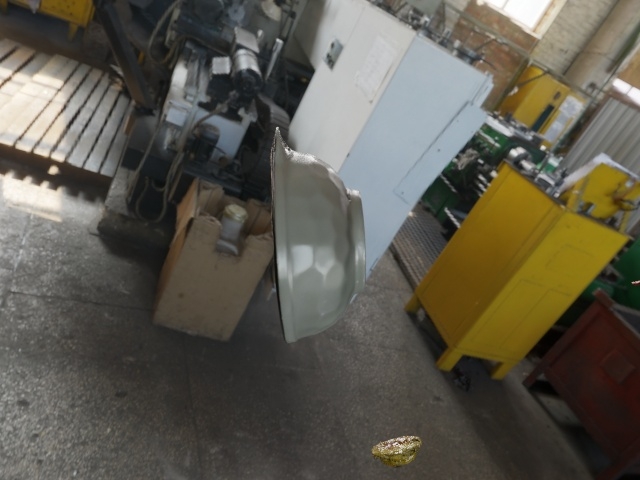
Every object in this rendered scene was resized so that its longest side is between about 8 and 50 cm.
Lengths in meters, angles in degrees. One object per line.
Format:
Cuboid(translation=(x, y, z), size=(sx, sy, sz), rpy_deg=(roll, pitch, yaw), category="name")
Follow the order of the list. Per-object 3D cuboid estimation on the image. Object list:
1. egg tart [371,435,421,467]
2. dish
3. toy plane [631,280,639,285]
Cuboid(translation=(0.185, 0.510, 1.220), size=(0.130, 0.130, 0.052), rpy_deg=(-1, 74, -48), category="egg tart")
Cuboid(translation=(0.000, 0.000, 0.721), size=(0.120, 0.303, 0.303), rpy_deg=(-2, 29, 0), category="dish")
Cuboid(translation=(0.415, 0.016, 0.573), size=(0.194, 0.126, 0.077), rpy_deg=(-12, 76, -9), category="toy plane")
